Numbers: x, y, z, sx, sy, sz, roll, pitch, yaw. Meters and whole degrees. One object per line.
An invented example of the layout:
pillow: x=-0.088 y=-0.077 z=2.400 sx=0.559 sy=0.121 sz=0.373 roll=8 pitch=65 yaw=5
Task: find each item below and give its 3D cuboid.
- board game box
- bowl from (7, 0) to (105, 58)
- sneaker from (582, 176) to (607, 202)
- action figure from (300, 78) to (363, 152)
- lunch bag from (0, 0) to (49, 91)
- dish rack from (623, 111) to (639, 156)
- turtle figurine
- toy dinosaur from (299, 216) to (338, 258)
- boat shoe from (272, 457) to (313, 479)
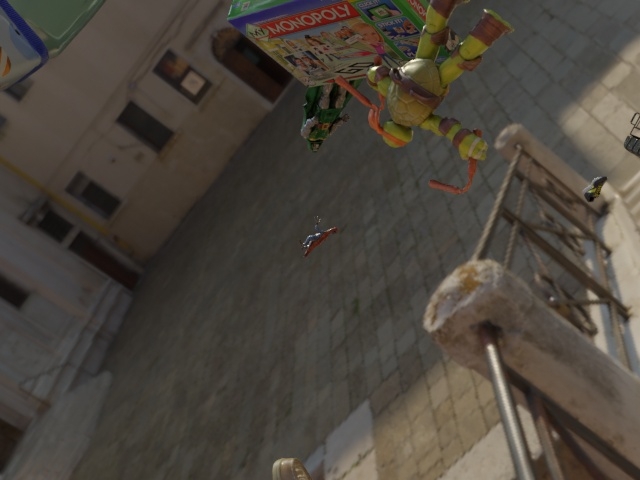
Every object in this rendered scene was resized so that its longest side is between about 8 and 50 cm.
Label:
board game box: x=0.033 y=-0.336 z=1.257 sx=0.317 sy=0.213 sz=0.046 roll=0 pitch=68 yaw=43
bowl: x=-0.513 y=-0.398 z=1.275 sx=0.311 sy=0.311 sz=0.163 roll=-12 pitch=60 yaw=68
sneaker: x=0.650 y=-0.120 z=1.857 sx=0.083 sy=0.031 sz=0.035 roll=118 pitch=143 yaw=-57
action figure: x=0.013 y=-0.265 z=1.626 sx=0.232 sy=0.137 sz=0.064 roll=115 pitch=141 yaw=-52
lunch bag: x=-0.512 y=-0.249 z=0.727 sx=0.238 sy=0.386 sz=0.328 roll=-27 pitch=16 yaw=21
dish rack: x=0.675 y=-0.271 z=1.499 sx=0.208 sy=0.074 sz=0.272 roll=-57 pitch=-9 yaw=-75
turtle figurine: x=0.122 y=-0.202 z=0.974 sx=0.269 sy=0.087 sz=0.217 roll=48 pitch=120 yaw=36
toy dinosaur: x=0.000 y=0.000 z=1.579 sx=0.082 sy=0.047 sz=0.090 roll=-16 pitch=53 yaw=1
boat shoe: x=0.028 y=0.530 z=1.412 sx=0.110 sy=0.341 sz=0.121 roll=-35 pitch=-20 yaw=11
